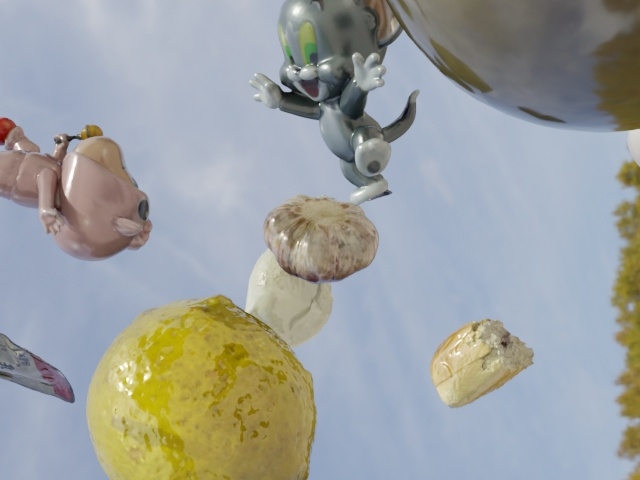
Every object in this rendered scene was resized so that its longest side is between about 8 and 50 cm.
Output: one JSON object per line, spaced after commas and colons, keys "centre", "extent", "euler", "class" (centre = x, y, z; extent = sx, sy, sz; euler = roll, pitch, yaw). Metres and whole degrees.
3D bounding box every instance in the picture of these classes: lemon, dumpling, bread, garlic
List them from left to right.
{"centre": [-0.172, 0.268, 1.541], "extent": [0.387, 0.349, 0.350], "euler": [42, -165, 32], "class": "lemon"}
{"centre": [-0.054, 0.093, 1.871], "extent": [0.167, 0.126, 0.215], "euler": [28, -135, -15], "class": "dumpling"}
{"centre": [0.000, 0.000, 1.389], "extent": [0.147, 0.159, 0.102], "euler": [-74, -7, -52], "class": "garlic"}
{"centre": [0.184, 0.142, 1.195], "extent": [0.082, 0.106, 0.125], "euler": [62, -160, 14], "class": "bread"}

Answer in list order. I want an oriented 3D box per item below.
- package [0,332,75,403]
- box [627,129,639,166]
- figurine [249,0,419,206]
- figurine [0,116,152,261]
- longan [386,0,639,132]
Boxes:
{"centre": [-0.429, 0.139, 1.271], "extent": [0.154, 0.239, 0.030], "euler": [88, -161, -64], "class": "package"}
{"centre": [0.687, -0.152, 1.685], "extent": [0.141, 0.349, 0.288], "euler": [-43, -91, -19], "class": "box"}
{"centre": [0.038, -0.170, 1.095], "extent": [0.140, 0.193, 0.265], "euler": [-42, -69, -27], "class": "figurine"}
{"centre": [-0.360, -0.088, 1.410], "extent": [0.176, 0.288, 0.186], "euler": [95, -160, -80], "class": "figurine"}
{"centre": [0.186, -0.243, 0.615], "extent": [0.361, 0.361, 0.360], "euler": [30, -127, -49], "class": "longan"}
